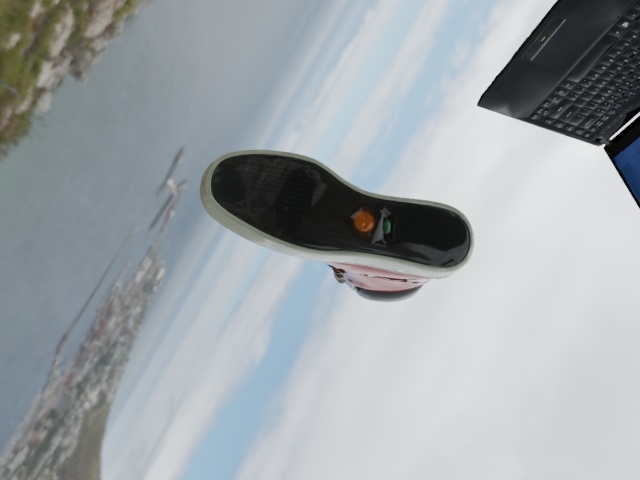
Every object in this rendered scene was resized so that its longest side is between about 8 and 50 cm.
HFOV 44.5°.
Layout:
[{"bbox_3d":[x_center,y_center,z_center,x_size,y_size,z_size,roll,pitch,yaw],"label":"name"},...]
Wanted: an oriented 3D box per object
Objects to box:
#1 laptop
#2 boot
[{"bbox_3d":[0.327,-0.119,0.819,0.234,0.264,0.137,124,-20,-61],"label":"laptop"},{"bbox_3d":[0.000,0.000,0.742,0.176,0.244,0.089,130,-25,-70],"label":"boot"}]
